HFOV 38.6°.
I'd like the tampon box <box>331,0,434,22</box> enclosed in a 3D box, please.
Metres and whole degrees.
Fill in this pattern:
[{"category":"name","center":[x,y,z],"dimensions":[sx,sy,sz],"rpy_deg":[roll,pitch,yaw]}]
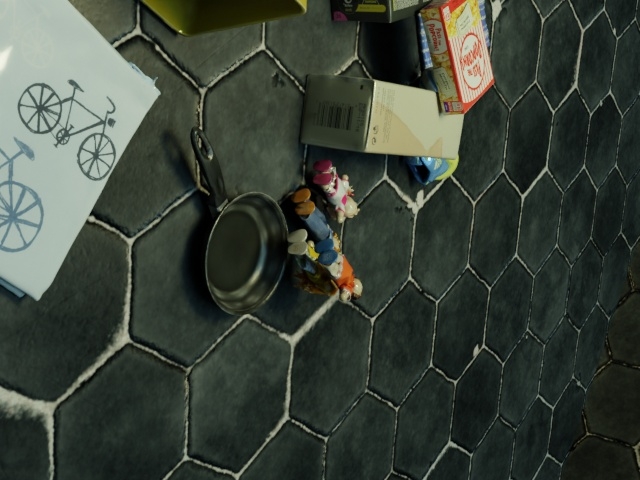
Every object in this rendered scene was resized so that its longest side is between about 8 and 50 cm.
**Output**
[{"category":"tampon box","center":[0.111,-0.436,1.563],"dimensions":[0.161,0.121,0.101],"rpy_deg":[-29,122,-46]}]

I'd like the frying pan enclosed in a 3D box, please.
[{"category":"frying pan","center":[-0.152,-0.009,1.392],"dimensions":[0.326,0.053,0.197],"rpy_deg":[43,64,-49]}]

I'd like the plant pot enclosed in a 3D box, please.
[{"category":"plant pot","center":[-0.142,-0.413,1.178],"dimensions":[0.212,0.212,0.187],"rpy_deg":[35,59,-52]}]

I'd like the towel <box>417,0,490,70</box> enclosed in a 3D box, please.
[{"category":"towel","center":[0.263,-0.510,1.816],"dimensions":[0.243,0.040,0.335],"rpy_deg":[-37,128,-41]}]

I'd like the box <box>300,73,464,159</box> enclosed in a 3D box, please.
[{"category":"box","center":[0.118,-0.215,1.619],"dimensions":[0.311,0.148,0.121],"rpy_deg":[-2,102,-52]}]

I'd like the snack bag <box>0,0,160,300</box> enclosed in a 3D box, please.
[{"category":"snack bag","center":[-0.365,-0.143,1.084],"dimensions":[0.323,0.037,0.342],"rpy_deg":[47,63,-49]}]

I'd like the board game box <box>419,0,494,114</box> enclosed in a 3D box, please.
[{"category":"board game box","center":[0.244,-0.339,1.613],"dimensions":[0.147,0.045,0.193],"rpy_deg":[-46,128,-45]}]

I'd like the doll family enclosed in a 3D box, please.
[{"category":"doll family","center":[0.000,0.000,1.554],"dimensions":[0.163,0.119,0.262],"rpy_deg":[55,27,-50]}]

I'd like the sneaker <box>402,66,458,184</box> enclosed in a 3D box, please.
[{"category":"sneaker","center":[0.217,-0.213,1.797],"dimensions":[0.126,0.091,0.240],"rpy_deg":[-42,132,-38]}]
